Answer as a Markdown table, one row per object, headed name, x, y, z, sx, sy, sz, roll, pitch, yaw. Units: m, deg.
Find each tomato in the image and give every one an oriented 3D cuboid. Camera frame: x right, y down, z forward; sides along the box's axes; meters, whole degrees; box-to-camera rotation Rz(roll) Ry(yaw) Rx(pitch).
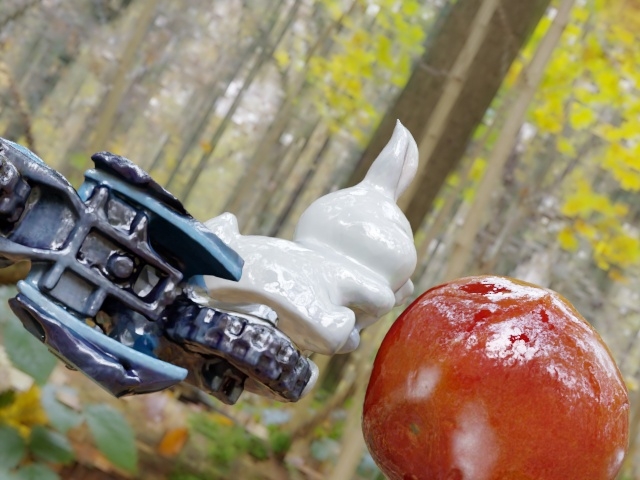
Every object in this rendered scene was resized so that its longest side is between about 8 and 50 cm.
| name | x | y | z | sx | sy | sz | roll | pitch | yaw |
| --- | --- | --- | --- | --- | --- | --- | --- | --- | --- |
| tomato | 0.173 | 0.186 | 1.532 | 0.299 | 0.298 | 0.226 | 23 | 24 | 38 |

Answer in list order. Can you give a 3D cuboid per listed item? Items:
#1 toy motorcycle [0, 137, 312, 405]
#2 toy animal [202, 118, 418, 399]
| name | x | y | z | sx | sy | sz | roll | pitch | yaw |
| --- | --- | --- | --- | --- | --- | --- | --- | --- | --- |
| toy motorcycle | -0.202 | 0.028 | 1.208 | 0.416 | 0.172 | 0.232 | 33 | -16 | -24 |
| toy animal | 0.005 | 0.009 | 1.813 | 0.241 | 0.368 | 0.196 | 46 | -37 | 5 |
